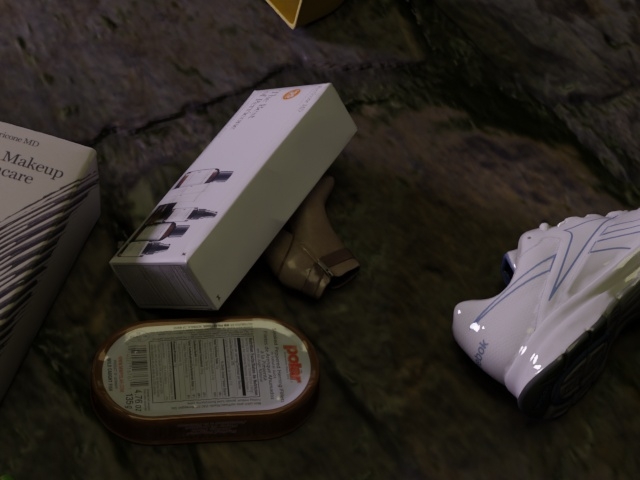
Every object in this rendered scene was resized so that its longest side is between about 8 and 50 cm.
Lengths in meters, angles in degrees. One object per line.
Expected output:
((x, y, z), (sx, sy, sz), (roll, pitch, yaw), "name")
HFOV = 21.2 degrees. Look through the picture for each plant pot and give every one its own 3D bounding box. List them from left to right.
((-0.007, -0.270, 1.685), (0.083, 0.081, 0.081), (-18, 54, -33), "plant pot")

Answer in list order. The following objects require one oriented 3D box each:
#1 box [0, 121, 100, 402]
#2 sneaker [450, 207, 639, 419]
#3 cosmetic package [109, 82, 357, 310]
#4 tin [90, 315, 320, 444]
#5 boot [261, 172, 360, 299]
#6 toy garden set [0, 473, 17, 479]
((-0.282, 0.035, 1.405), (0.113, 0.094, 0.275), (15, 52, 7), "box")
((0.233, 0.020, 1.458), (0.129, 0.111, 0.297), (35, 56, 28), "sneaker")
((-0.072, -0.041, 1.479), (0.099, 0.060, 0.239), (0, 42, 40), "cosmetic package")
((-0.093, 0.113, 1.398), (0.189, 0.040, 0.106), (-3, 56, -7), "tin")
((0.000, 0.000, 1.496), (0.087, 0.042, 0.118), (38, 59, 16), "boot")
((-0.281, 0.293, 1.229), (0.244, 0.049, 0.204), (-27, 58, -24), "toy garden set")
